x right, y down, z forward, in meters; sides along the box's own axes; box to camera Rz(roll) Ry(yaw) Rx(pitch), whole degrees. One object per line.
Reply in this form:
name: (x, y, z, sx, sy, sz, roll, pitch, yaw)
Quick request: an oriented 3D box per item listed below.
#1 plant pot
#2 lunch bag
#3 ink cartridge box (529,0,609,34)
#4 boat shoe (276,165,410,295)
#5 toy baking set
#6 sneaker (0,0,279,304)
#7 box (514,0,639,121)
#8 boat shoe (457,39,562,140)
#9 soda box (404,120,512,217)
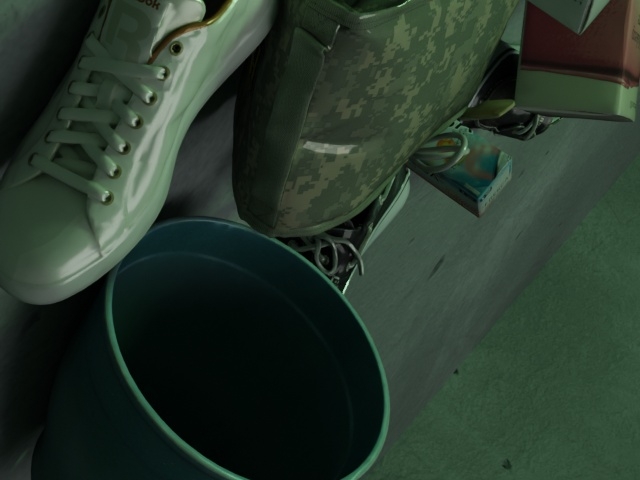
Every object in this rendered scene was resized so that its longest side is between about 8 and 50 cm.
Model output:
plant pot: (-0.123, 0.162, 1.113, 0.255, 0.272, 0.271, -47, 171, 36)
lunch bag: (0.033, -0.160, 1.009, 0.287, 0.169, 0.235, -45, 164, -43)
ink cartridge box: (0.273, -0.346, 1.312, 0.219, 0.160, 0.092, -48, 165, -14)
boat shoe: (0.004, 0.002, 1.369, 0.306, 0.113, 0.105, -50, 158, -21)
toy baking set: (0.054, -0.075, 1.194, 0.256, 0.030, 0.197, -26, -160, -2)
sneaker: (-0.131, -0.101, 0.807, 0.290, 0.105, 0.123, -60, 164, -18)
box: (0.317, -0.262, 1.506, 0.148, 0.126, 0.233, -6, 102, -69)
boat shoe: (0.257, -0.192, 1.660, 0.335, 0.119, 0.121, -25, 148, -59)
soda box: (0.109, -0.104, 1.308, 0.058, 0.183, 0.063, -51, 163, -9)
